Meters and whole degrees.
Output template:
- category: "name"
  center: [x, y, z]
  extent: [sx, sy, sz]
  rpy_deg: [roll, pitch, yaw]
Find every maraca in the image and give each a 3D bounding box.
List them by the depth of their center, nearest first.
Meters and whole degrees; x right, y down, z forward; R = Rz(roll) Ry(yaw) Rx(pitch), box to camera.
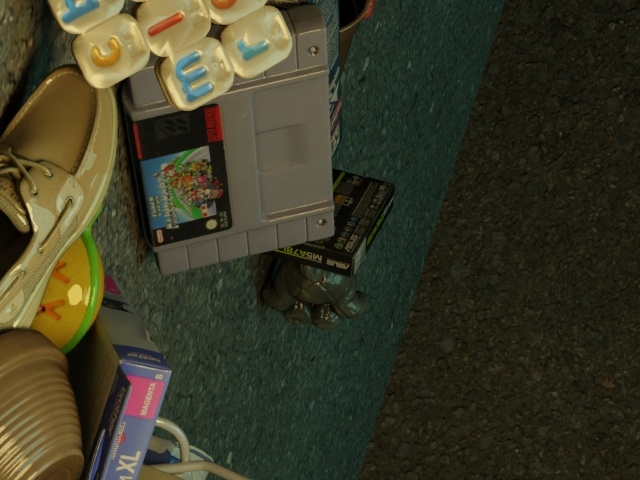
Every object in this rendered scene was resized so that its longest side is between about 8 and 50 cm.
- category: "maraca"
  center: [-0.259, 0.021, 1.719]
  extent: [0.099, 0.127, 0.186]
  rpy_deg: [2, 97, -58]

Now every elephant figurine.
- category: "elephant figurine"
  center: [0.000, 0.000, 2.736]
  extent: [0.169, 0.186, 0.239]
  rpy_deg: [31, 54, -31]

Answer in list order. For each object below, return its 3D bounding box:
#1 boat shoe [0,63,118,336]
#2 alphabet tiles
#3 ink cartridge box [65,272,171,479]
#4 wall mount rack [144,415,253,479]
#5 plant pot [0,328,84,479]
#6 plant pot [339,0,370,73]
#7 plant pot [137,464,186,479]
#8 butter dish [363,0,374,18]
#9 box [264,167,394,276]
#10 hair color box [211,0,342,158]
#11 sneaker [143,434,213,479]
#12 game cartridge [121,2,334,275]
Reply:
- category: "boat shoe"
  center: [-0.274, -0.033, 1.635]
  extent: [0.098, 0.109, 0.302]
  rpy_deg: [66, 46, -71]
- category: "alphabet tiles"
  center: [-0.134, -0.273, 1.679]
  extent: [0.278, 0.021, 0.284]
  rpy_deg: [-32, 112, -22]
- category: "ink cartridge box"
  center: [-0.221, 0.164, 1.761]
  extent: [0.311, 0.065, 0.186]
  rpy_deg: [-131, -123, -65]
- category: "wall mount rack"
  center: [-0.151, 0.368, 2.100]
  extent: [0.130, 0.304, 0.350]
  rpy_deg: [-100, -173, -53]
- category: "plant pot"
  center: [-0.294, 0.206, 1.627]
  extent: [0.237, 0.109, 0.237]
  rpy_deg: [-45, 160, -21]
- category: "plant pot"
  center: [-0.030, -0.263, 2.287]
  extent: [0.165, 0.167, 0.167]
  rpy_deg: [101, 11, -51]
- category: "plant pot"
  center: [-0.208, 0.333, 1.880]
  extent: [0.284, 0.284, 0.191]
  rpy_deg: [61, 47, -71]
- category: "butter dish"
  center: [0.017, -0.332, 2.453]
  extent: [0.160, 0.118, 0.160]
  rpy_deg: [-24, 127, -72]
- category: "box"
  center: [-0.009, -0.037, 2.521]
  extent: [0.191, 0.184, 0.045]
  rpy_deg: [-60, 157, -50]
- category: "hair color box"
  center: [-0.073, -0.217, 2.096]
  extent: [0.347, 0.173, 0.105]
  rpy_deg: [87, 22, -51]
- category: "sneaker"
  center: [-0.212, 0.357, 2.240]
  extent: [0.315, 0.127, 0.182]
  rpy_deg: [78, 28, -65]
- category: "game cartridge"
  center: [-0.100, -0.103, 2.035]
  extent: [0.355, 0.230, 0.068]
  rpy_deg: [87, -18, -51]
